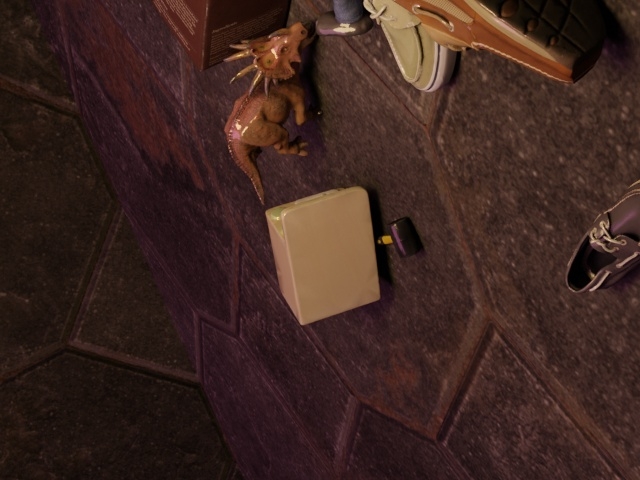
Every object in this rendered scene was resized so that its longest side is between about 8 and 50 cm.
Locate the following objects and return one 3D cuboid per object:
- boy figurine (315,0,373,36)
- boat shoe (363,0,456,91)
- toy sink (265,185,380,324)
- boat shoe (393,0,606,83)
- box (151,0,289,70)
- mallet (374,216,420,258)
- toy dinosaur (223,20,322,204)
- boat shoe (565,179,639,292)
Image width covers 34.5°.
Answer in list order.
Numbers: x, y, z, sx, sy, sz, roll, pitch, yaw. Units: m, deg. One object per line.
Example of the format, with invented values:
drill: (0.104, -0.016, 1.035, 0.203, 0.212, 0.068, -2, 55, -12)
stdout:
boy figurine: (0.010, -0.396, 1.292, 0.092, 0.177, 0.285, 1, 134, 23)
boat shoe: (0.093, -0.319, 1.282, 0.109, 0.094, 0.302, 31, 143, 53)
toy sink: (0.000, 0.000, 1.770, 0.131, 0.152, 0.234, -125, 21, -53)
boat shoe: (0.163, -0.271, 1.121, 0.324, 0.122, 0.120, 43, 153, 23)
box: (-0.157, -0.413, 1.636, 0.168, 0.167, 0.203, 56, 158, 17)
mallet: (0.115, 0.007, 1.718, 0.062, 0.039, 0.189, 65, 163, 2)
toy dinosaur: (-0.096, -0.217, 1.671, 0.127, 0.296, 0.200, 23, -176, 22)
boat shoe: (0.335, 0.003, 1.164, 0.075, 0.065, 0.206, 54, 157, 19)
